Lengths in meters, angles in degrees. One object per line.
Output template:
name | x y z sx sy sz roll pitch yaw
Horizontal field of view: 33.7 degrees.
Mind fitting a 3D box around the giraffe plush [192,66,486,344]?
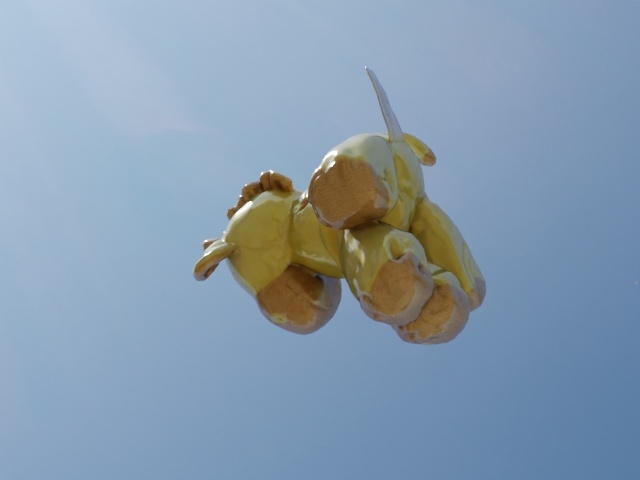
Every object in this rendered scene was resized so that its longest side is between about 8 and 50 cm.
giraffe plush | 0.000 0.000 0.785 0.170 0.181 0.210 -27 -120 22
